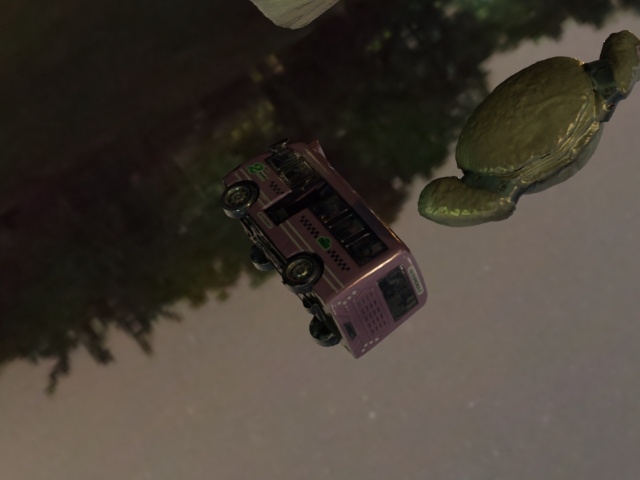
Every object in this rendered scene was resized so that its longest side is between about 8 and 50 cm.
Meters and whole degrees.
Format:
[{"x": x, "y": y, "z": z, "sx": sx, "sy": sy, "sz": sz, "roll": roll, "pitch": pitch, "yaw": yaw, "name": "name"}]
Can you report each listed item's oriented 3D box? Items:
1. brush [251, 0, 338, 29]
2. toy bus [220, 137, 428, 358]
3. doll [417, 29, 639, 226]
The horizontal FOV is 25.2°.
[{"x": 0.004, "y": -0.220, "z": 0.725, "sx": 0.166, "sy": 0.174, "sz": 0.267, "roll": -15, "pitch": 172, "yaw": 16, "name": "brush"}, {"x": 0.000, "y": 0.000, "z": 1.230, "sx": 0.108, "sy": 0.096, "sz": 0.199, "roll": -34, "pitch": -132, "yaw": -7, "name": "toy bus"}, {"x": 0.162, "y": -0.084, "z": 1.080, "sx": 0.214, "sy": 0.071, "sz": 0.103, "roll": -40, "pitch": -154, "yaw": -1, "name": "doll"}]
